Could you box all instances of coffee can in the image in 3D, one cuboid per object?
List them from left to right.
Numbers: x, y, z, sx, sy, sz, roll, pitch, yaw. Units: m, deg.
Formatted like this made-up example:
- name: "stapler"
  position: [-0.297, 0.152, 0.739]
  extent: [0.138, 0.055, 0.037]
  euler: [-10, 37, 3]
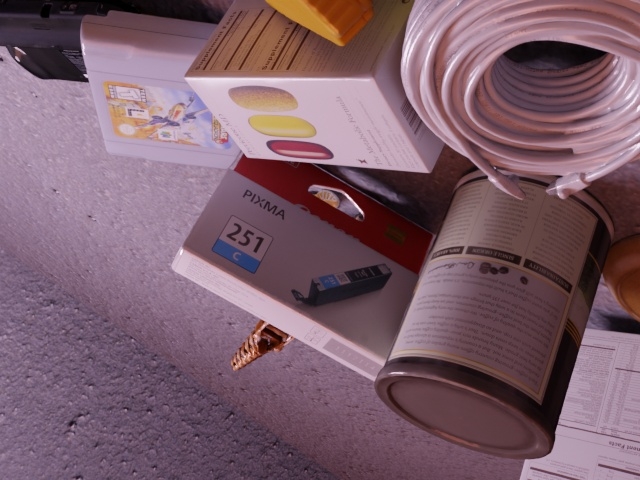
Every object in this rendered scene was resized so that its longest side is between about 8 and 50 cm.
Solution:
- name: "coffee can"
  position: [0.204, 0.082, 0.991]
  extent: [0.202, 0.275, 0.201]
  euler: [20, 155, 10]

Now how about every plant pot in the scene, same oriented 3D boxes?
- name: "plant pot"
  position: [0.450, 0.070, 1.025]
  extent: [0.236, 0.032, 0.236]
  euler: [24, 157, 11]

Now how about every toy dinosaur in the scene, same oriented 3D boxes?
- name: "toy dinosaur"
  position: [-0.040, 0.072, 1.310]
  extent: [0.322, 0.218, 0.164]
  euler: [-29, 112, 14]

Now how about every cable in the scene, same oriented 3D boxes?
- name: "cable"
  position: [0.197, -0.149, 0.709]
  extent: [0.257, 0.089, 0.257]
  euler: [30, 145, -32]

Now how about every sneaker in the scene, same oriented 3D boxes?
- name: "sneaker"
  position: [0.006, -0.054, 1.262]
  extent: [0.037, 0.031, 0.083]
  euler: [27, 166, -37]

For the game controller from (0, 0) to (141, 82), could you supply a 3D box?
- name: "game controller"
  position: [-0.326, -0.266, 1.157]
  extent: [0.319, 0.067, 0.166]
  euler: [12, 167, 33]

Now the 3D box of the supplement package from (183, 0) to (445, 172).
- name: "supplement package"
  position: [0.009, -0.167, 0.876]
  extent: [0.244, 0.133, 0.139]
  euler: [8, 150, 38]

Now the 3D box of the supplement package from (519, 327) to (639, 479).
- name: "supplement package"
  position: [0.420, 0.278, 1.157]
  extent: [0.198, 0.262, 0.199]
  euler: [3, 158, 46]

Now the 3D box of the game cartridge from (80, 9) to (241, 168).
- name: "game cartridge"
  position: [-0.186, -0.178, 1.096]
  extent: [0.198, 0.062, 0.297]
  euler: [10, 158, -3]

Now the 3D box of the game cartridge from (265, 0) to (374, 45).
- name: "game cartridge"
  position: [-0.106, -0.294, 0.677]
  extent: [0.324, 0.052, 0.285]
  euler: [39, -173, -27]

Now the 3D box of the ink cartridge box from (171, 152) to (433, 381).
- name: "ink cartridge box"
  position: [0.000, 0.000, 1.103]
  extent: [0.296, 0.261, 0.066]
  euler: [29, 144, -5]
